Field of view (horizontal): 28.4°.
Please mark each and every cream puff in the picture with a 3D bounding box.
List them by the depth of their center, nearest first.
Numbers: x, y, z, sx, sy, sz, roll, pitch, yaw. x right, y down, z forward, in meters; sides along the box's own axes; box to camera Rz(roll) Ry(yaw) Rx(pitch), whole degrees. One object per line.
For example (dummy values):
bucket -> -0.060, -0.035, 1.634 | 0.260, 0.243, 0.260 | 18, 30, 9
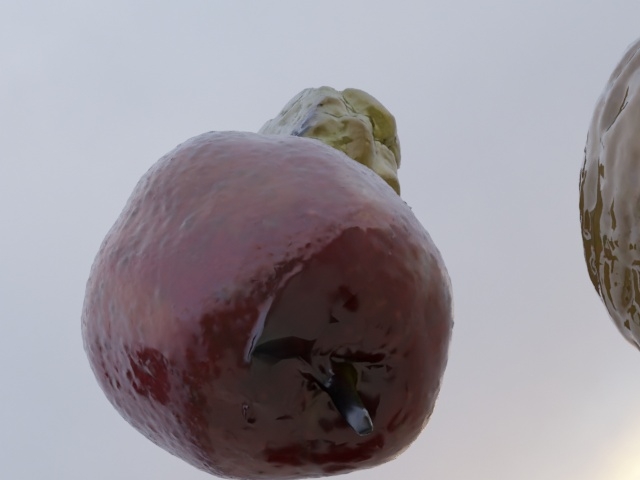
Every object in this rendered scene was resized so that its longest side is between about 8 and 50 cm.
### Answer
cream puff -> 0.001, -0.001, 1.486 | 0.324, 0.257, 0.291 | -55, 20, -10

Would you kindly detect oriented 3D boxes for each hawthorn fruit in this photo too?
hawthorn fruit -> -0.029, 0.070, 0.973 | 0.284, 0.369, 0.285 | -8, -68, -20

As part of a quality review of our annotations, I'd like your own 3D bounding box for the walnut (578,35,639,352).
walnut -> 0.225, -0.019, 0.621 | 0.213, 0.213, 0.213 | -37, -23, -18
